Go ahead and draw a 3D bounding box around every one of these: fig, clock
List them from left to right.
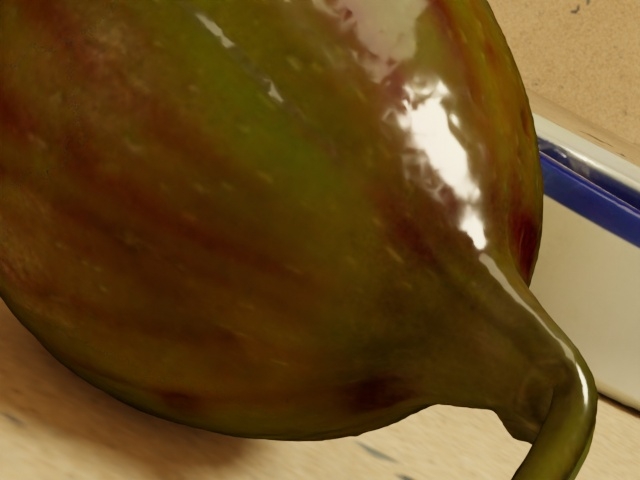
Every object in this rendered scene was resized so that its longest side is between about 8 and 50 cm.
[{"bbox_3d":[-0.004,-0.015,0.371,0.186,0.142,0.148,21,32,39],"label":"fig"},{"bbox_3d":[0.136,0.009,0.749,0.230,0.083,0.230,26,14,-7],"label":"clock"}]
